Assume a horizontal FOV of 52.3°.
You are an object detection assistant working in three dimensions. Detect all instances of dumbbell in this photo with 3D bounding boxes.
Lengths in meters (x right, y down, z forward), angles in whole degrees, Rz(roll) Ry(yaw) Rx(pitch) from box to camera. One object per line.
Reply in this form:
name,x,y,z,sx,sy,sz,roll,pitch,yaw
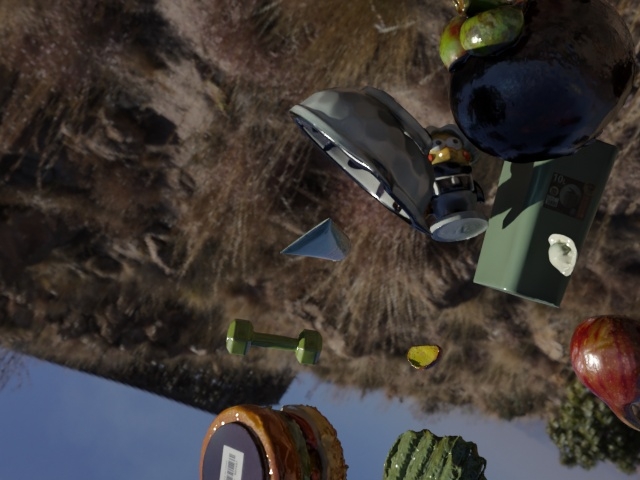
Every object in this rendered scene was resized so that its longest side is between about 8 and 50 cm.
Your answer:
dumbbell,-0.147,0.322,2.074,0.302,0.121,0.108,9,149,-10

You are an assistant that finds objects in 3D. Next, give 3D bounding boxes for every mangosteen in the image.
mangosteen,0.348,-0.304,1.093,0.359,0.306,0.306,52,171,-16

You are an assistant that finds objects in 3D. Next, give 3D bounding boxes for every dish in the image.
dish,0.089,-0.152,1.034,0.303,0.120,0.303,41,-179,-1

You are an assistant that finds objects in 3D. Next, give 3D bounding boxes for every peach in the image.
peach,0.264,0.285,1.615,0.050,0.083,0.077,41,-171,-39

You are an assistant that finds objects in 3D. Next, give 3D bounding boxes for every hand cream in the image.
hand cream,0.000,0.000,1.309,0.070,0.111,0.312,58,-173,12

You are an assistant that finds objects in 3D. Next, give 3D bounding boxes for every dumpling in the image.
dumpling,0.445,0.022,1.186,0.043,0.077,0.059,14,144,-6

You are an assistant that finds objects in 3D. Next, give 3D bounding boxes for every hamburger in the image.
hamburger,-0.103,0.533,1.476,0.250,0.330,0.330,10,-167,-42

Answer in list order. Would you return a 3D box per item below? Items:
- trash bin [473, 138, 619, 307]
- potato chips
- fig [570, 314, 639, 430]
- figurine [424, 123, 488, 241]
trash bin,0.465,-0.046,1.375,0.158,0.343,0.223,16,179,-7
potato chips,0.250,0.670,1.582,0.070,0.429,0.358,27,174,-27
fig,0.535,0.237,1.160,0.175,0.207,0.175,7,173,1
figurine,0.253,-0.125,1.359,0.176,0.236,0.133,-4,158,-7
